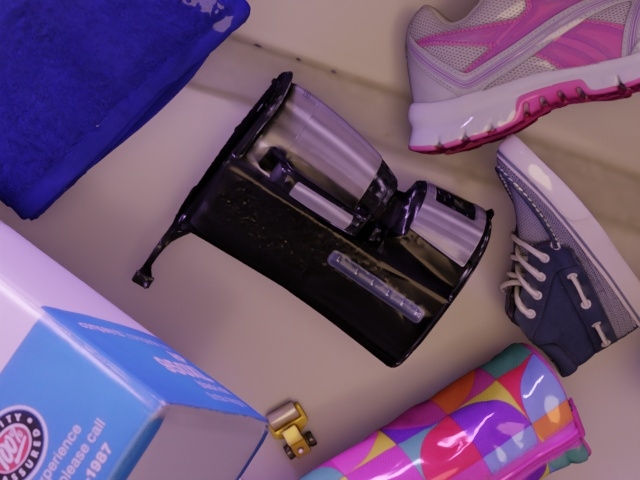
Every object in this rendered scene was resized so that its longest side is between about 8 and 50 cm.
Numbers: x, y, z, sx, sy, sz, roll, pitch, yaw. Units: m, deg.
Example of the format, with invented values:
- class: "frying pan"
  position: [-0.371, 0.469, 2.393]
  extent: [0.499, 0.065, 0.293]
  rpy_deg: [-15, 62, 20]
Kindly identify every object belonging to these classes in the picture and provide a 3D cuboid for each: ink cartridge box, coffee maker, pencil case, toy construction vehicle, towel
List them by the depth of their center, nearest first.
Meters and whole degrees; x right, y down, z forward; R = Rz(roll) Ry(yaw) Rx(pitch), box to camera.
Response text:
- class: "ink cartridge box"
  position: [-0.277, 0.108, 0.885]
  extent: [0.395, 0.166, 0.285]
  rpy_deg: [35, 93, 21]
- class: "towel"
  position: [-0.217, -0.186, 0.951]
  extent: [0.227, 0.076, 0.308]
  rpy_deg: [-39, 103, 25]
- class: "coffee maker"
  position: [0.000, 0.000, 1.018]
  extent: [0.178, 0.120, 0.171]
  rpy_deg: [36, 128, -9]
- class: "pencil case"
  position: [0.072, 0.168, 1.028]
  extent: [0.236, 0.104, 0.104]
  rpy_deg: [-34, 100, -12]
- class: "toy construction vehicle"
  position: [-0.023, 0.171, 1.068]
  extent: [0.086, 0.035, 0.098]
  rpy_deg: [-27, 100, -2]

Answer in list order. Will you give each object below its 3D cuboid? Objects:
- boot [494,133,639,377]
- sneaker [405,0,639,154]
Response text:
- class: "boot"
  position: [0.153, 0.017, 1.026]
  extent: [0.086, 0.069, 0.190]
  rpy_deg: [-40, 122, 4]
- class: "sneaker"
  position: [0.164, -0.142, 0.994]
  extent: [0.252, 0.103, 0.111]
  rpy_deg: [-18, 87, 10]
